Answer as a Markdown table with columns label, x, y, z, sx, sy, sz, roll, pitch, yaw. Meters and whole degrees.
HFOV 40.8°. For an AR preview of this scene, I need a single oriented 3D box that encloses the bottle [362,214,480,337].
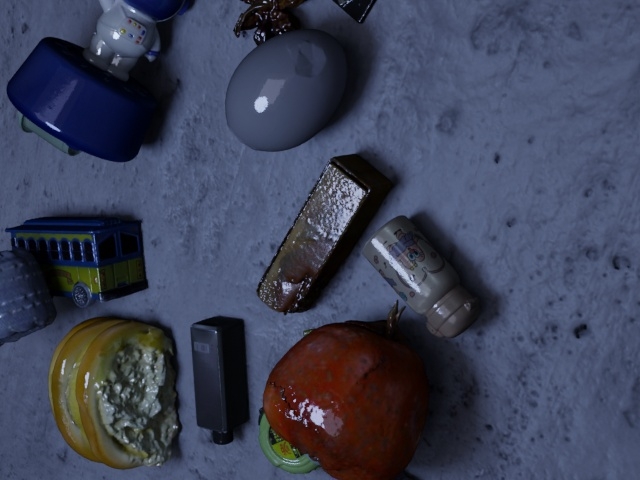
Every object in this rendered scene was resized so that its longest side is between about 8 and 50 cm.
| label | x | y | z | sx | sy | sz | roll | pitch | yaw |
| --- | --- | --- | --- | --- | --- | --- | --- | --- | --- |
| bottle | 0.165 | 0.068 | 1.403 | 0.209 | 0.097 | 0.110 | 50 | 133 | 15 |

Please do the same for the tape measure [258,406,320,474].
| label | x | y | z | sx | sy | sz | roll | pitch | yaw |
| --- | --- | --- | --- | --- | --- | --- | --- | --- | --- |
| tape measure | -0.040 | 0.351 | 1.591 | 0.154 | 0.087 | 0.178 | -35 | 81 | 20 |

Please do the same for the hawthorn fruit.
| label | x | y | z | sx | sy | sz | roll | pitch | yaw |
| --- | --- | --- | --- | --- | --- | --- | --- | --- | --- |
| hawthorn fruit | 0.064 | 0.239 | 1.418 | 0.276 | 0.276 | 0.307 | 34 | 91 | 24 |

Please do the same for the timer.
| label | x | y | z | sx | sy | sz | roll | pitch | yaw |
| --- | --- | --- | --- | --- | --- | --- | --- | --- | --- |
| timer | -0.382 | -0.370 | 1.611 | 0.270 | 0.270 | 0.384 | 38 | 103 | 22 |

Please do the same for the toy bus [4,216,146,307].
| label | x | y | z | sx | sy | sz | roll | pitch | yaw |
| --- | --- | --- | --- | --- | --- | --- | --- | --- | --- |
| toy bus | -0.518 | 0.039 | 1.815 | 0.287 | 0.138 | 0.175 | 2 | 101 | 33 |

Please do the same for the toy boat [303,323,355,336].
| label | x | y | z | sx | sy | sz | roll | pitch | yaw |
| --- | --- | --- | --- | --- | --- | --- | --- | --- | --- |
| toy boat | 0.022 | 0.186 | 1.564 | 0.115 | 0.016 | 0.063 | -13 | 91 | 34 |

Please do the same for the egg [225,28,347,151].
| label | x | y | z | sx | sy | sz | roll | pitch | yaw |
| --- | --- | --- | --- | --- | --- | --- | --- | --- | --- |
| egg | -0.053 | -0.252 | 1.438 | 0.232 | 0.176 | 0.176 | -36 | 79 | 27 |

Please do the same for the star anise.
| label | x | y | z | sx | sy | sz | roll | pitch | yaw |
| --- | --- | --- | --- | --- | --- | --- | --- | --- | --- |
| star anise | -0.085 | -0.410 | 1.505 | 0.167 | 0.057 | 0.168 | 2 | 95 | 24 |

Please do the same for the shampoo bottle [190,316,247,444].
| label | x | y | z | sx | sy | sz | roll | pitch | yaw |
| --- | --- | --- | --- | --- | --- | --- | --- | --- | --- |
| shampoo bottle | -0.197 | 0.277 | 1.684 | 0.080 | 0.079 | 0.246 | 4 | 101 | 34 |

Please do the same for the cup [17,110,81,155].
| label | x | y | z | sx | sy | sz | roll | pitch | yaw |
| --- | --- | --- | --- | --- | --- | --- | --- | --- | --- |
| cup | -0.550 | -0.250 | 1.807 | 0.141 | 0.120 | 0.120 | 35 | 117 | 8 |

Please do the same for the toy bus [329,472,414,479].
| label | x | y | z | sx | sy | sz | roll | pitch | yaw |
| --- | --- | --- | --- | --- | --- | --- | --- | --- | --- |
| toy bus | 0.074 | 0.498 | 1.517 | 0.142 | 0.142 | 0.203 | 23 | 109 | 22 |

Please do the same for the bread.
| label | x | y | z | sx | sy | sz | roll | pitch | yaw |
| --- | --- | --- | --- | --- | --- | --- | --- | --- | --- |
| bread | -0.450 | 0.315 | 1.780 | 0.270 | 0.211 | 0.316 | 5 | 99 | 33 |

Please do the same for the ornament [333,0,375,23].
| label | x | y | z | sx | sy | sz | roll | pitch | yaw |
| --- | --- | --- | --- | --- | --- | --- | --- | --- | --- |
| ornament | 0.000 | -0.461 | 1.356 | 0.166 | 0.196 | 0.153 | 44 | 118 | 20 |

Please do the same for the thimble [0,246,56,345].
| label | x | y | z | sx | sy | sz | roll | pitch | yaw |
| --- | --- | --- | --- | --- | --- | --- | --- | --- | --- |
| thimble | -0.650 | 0.123 | 1.725 | 0.236 | 0.205 | 0.172 | -32 | 77 | 66 |

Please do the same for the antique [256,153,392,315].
| label | x | y | z | sx | sy | sz | roll | pitch | yaw |
| --- | --- | --- | --- | --- | --- | --- | --- | --- | --- |
| antique | 0.000 | 0.000 | 1.504 | 0.093 | 0.087 | 0.310 | 41 | 117 | 19 |
